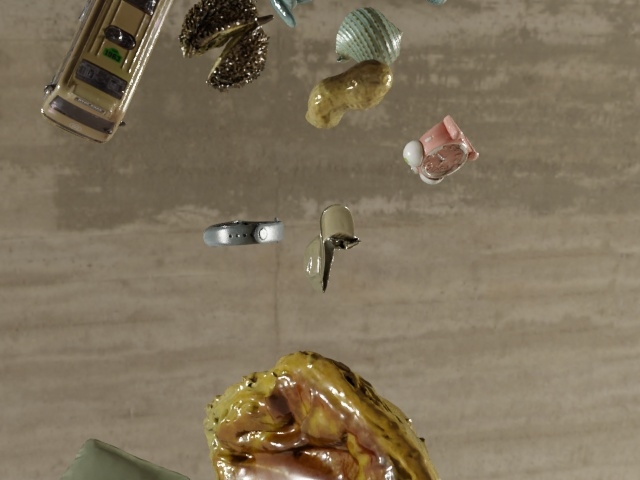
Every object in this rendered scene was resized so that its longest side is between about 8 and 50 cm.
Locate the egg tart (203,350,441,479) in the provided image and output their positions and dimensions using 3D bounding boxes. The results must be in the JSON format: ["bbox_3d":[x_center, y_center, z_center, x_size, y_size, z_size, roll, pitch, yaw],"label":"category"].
[{"bbox_3d":[0.015,0.283,0.808,0.153,0.351,0.340,-3,-122,-40],"label":"egg tart"}]

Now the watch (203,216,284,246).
[{"bbox_3d":[-0.183,-0.019,1.903,0.192,0.069,0.206,0,-174,37],"label":"watch"}]

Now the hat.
[{"bbox_3d":[0.000,0.000,1.634,0.144,0.173,0.166,2,-138,39],"label":"hat"}]

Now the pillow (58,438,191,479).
[{"bbox_3d":[-0.481,0.612,1.721,0.322,0.120,0.255,12,-132,23],"label":"pillow"}]

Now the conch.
[{"bbox_3d":[0.149,-0.561,2.111,0.200,0.172,0.131,-38,-133,-22],"label":"conch"}]

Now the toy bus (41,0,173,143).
[{"bbox_3d":[-0.363,-0.321,1.283,0.139,0.290,0.157,27,162,-24],"label":"toy bus"}]

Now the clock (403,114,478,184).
[{"bbox_3d":[0.301,-0.230,1.921,0.166,0.162,0.093,37,-157,-50],"label":"clock"}]

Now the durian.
[{"bbox_3d":[-0.176,-0.394,1.465,0.196,0.196,0.167,-3,-154,-13],"label":"durian"}]

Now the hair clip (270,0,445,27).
[{"bbox_3d":[-0.007,-0.489,1.086,0.238,0.392,0.318,-38,170,-9],"label":"hair clip"}]

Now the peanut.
[{"bbox_3d":[0.054,-0.308,1.580,0.229,0.103,0.098,-20,-157,32],"label":"peanut"}]
